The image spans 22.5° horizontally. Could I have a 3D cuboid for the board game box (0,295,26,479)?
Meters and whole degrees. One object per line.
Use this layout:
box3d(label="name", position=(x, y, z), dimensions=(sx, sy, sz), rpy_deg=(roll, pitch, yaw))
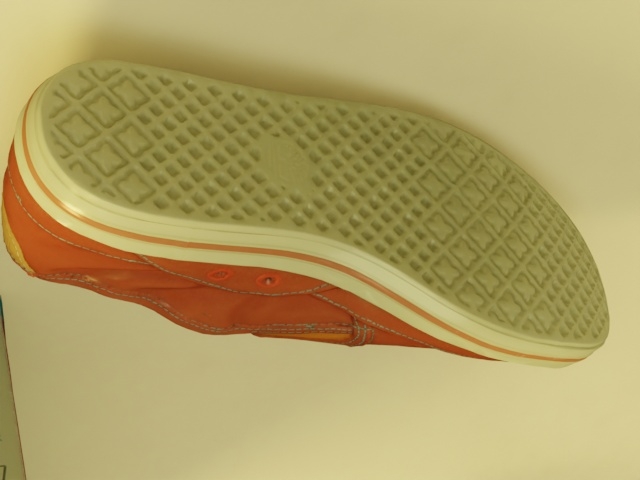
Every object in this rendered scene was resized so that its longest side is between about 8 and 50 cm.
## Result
box3d(label="board game box", position=(-0.174, 0.206, 0.747), dimensions=(0.097, 0.303, 0.224), rpy_deg=(-7, 130, -15))

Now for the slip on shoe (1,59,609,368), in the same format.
box3d(label="slip on shoe", position=(0.000, 0.000, 0.782), dimensions=(0.331, 0.123, 0.101), rpy_deg=(12, 145, -28))
